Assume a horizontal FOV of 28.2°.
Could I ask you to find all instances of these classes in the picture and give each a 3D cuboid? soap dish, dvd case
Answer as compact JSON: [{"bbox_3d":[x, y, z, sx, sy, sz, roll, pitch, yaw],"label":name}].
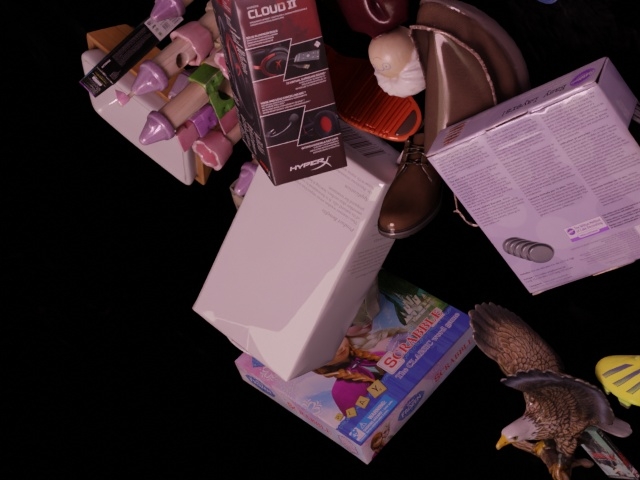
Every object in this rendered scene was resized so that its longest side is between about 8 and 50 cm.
[{"bbox_3d":[-0.311,-0.260,2.406,0.291,0.118,0.229,39,158,15],"label":"soap dish"},{"bbox_3d":[0.499,0.373,2.236,0.119,0.013,0.087,48,159,-11],"label":"dvd case"}]

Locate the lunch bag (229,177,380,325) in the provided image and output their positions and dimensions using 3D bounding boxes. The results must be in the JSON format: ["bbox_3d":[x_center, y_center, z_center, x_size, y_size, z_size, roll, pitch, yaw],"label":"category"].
[{"bbox_3d":[0.000,0.000,2.248,0.287,0.169,0.235,39,158,28],"label":"lunch bag"}]

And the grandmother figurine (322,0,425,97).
[{"bbox_3d":[0.042,-0.334,1.641,0.342,0.104,0.208,57,165,-22],"label":"grandmother figurine"}]

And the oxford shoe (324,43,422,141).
[{"bbox_3d":[0.056,-0.213,1.878,0.271,0.097,0.098,38,176,35],"label":"oxford shoe"}]

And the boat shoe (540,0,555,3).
[{"bbox_3d":[0.202,-0.339,1.370,0.183,0.066,0.066,43,162,-13],"label":"boat shoe"}]

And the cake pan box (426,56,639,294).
[{"bbox_3d":[0.302,-0.072,1.544,0.267,0.070,0.246,-24,117,40],"label":"cake pan box"}]

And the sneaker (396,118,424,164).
[{"bbox_3d":[0.160,-0.131,1.871,0.070,0.051,0.134,36,158,4],"label":"sneaker"}]

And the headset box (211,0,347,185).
[{"bbox_3d":[-0.066,-0.251,1.725,0.218,0.110,0.293,-126,22,-64],"label":"headset box"}]

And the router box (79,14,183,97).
[{"bbox_3d":[-0.331,-0.331,2.222,0.046,0.179,0.133,48,159,-13],"label":"router box"}]

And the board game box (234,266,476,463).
[{"bbox_3d":[0.066,0.197,2.285,0.318,0.319,0.066,28,153,35],"label":"board game box"}]

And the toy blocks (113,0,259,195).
[{"bbox_3d":[-0.207,-0.231,2.066,0.309,0.260,0.288,30,155,34],"label":"toy blocks"}]

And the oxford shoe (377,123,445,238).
[{"bbox_3d":[0.131,-0.096,1.742,0.083,0.227,0.096,7,139,28],"label":"oxford shoe"}]

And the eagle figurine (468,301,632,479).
[{"bbox_3d":[0.358,0.252,2.019,0.226,0.225,0.298,2,121,27],"label":"eagle figurine"}]

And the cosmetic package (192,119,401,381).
[{"bbox_3d":[-0.020,0.005,2.016,0.217,0.156,0.385,38,117,20],"label":"cosmetic package"}]

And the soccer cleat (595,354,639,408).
[{"bbox_3d":[0.510,0.196,1.818,0.289,0.093,0.121,20,118,56],"label":"soccer cleat"}]

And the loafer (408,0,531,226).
[{"bbox_3d":[0.197,-0.151,1.643,0.134,0.130,0.366,21,150,44],"label":"loafer"}]
